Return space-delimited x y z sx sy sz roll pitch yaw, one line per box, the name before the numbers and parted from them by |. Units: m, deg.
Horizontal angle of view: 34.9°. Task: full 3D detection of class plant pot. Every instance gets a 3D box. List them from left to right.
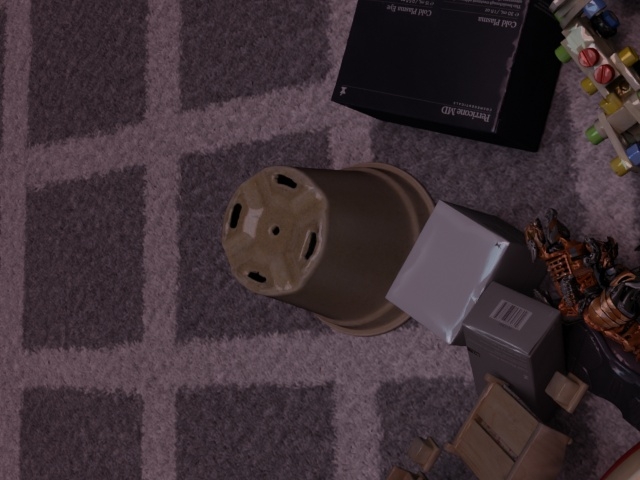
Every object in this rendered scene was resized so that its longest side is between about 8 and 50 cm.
plant pot | 0.000 0.000 1.819 0.334 0.305 0.333 -5 81 35

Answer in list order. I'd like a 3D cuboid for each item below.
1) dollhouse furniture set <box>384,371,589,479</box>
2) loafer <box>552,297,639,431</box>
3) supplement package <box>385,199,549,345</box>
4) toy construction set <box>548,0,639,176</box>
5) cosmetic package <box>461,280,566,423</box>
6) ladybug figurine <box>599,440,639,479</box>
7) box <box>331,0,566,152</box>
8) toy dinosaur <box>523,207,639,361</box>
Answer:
dollhouse furniture set | 0.289 0.335 1.568 0.355 0.174 0.303 -60 20 7
loafer | 0.474 0.198 1.611 0.302 0.095 0.109 47 140 34
supplement package | 0.252 0.060 1.698 0.149 0.203 0.194 36 104 32
toy construction set | 0.443 -0.270 1.584 0.151 0.215 0.327 -22 94 35
cosmetic package | 0.311 0.186 1.615 0.127 0.238 0.107 23 59 33
ladybug figurine | 0.505 0.417 1.460 0.305 0.162 0.449 30 107 -11
box | 0.234 -0.347 1.780 0.343 0.179 0.312 18 93 35
toy dinosaur | 0.459 0.073 1.561 0.218 0.164 0.322 -41 98 5
